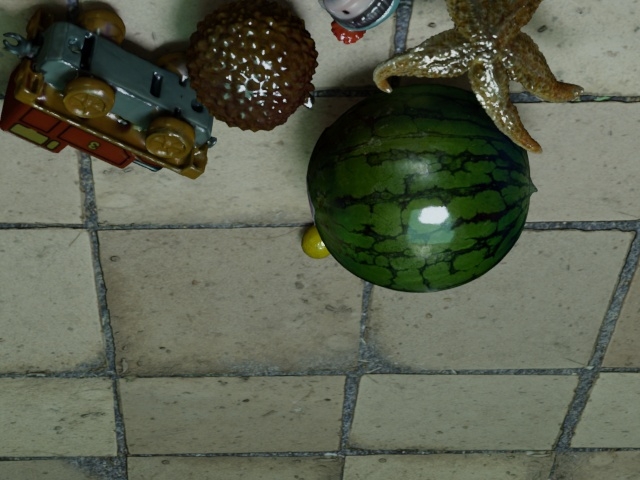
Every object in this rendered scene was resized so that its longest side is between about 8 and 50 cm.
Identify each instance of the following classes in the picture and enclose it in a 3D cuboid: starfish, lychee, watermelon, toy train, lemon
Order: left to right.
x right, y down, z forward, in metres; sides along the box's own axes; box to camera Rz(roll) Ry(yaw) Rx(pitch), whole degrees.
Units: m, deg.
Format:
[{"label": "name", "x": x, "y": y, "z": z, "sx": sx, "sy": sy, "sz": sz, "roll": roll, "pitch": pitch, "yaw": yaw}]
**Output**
[{"label": "toy train", "x": -0.335, "y": -0.215, "z": 2.071, "sx": 0.369, "sy": 0.163, "sz": 0.232, "roll": 24, "pitch": 146, "yaw": -30}, {"label": "lychee", "x": -0.095, "y": -0.258, "z": 2.017, "sx": 0.200, "sy": 0.200, "sz": 0.238, "roll": -34, "pitch": 141, "yaw": 31}, {"label": "lemon", "x": 0.000, "y": 0.000, "z": 2.427, "sx": 0.062, "sy": 0.062, "sz": 0.083, "roll": 27, "pitch": 132, "yaw": -32}, {"label": "watermelon", "x": 0.160, "y": -0.080, "z": 2.139, "sx": 0.363, "sy": 0.363, "sz": 0.363, "roll": -2, "pitch": 140, "yaw": -2}, {"label": "starfish", "x": 0.233, "y": -0.291, "z": 1.958, "sx": 0.327, "sy": 0.094, "sz": 0.375, "roll": -14, "pitch": 102, "yaw": -7}]

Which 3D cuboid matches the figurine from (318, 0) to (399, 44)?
[{"label": "figurine", "x": 0.007, "y": -0.388, "z": 1.930, "sx": 0.138, "sy": 0.110, "sz": 0.245, "roll": -25, "pitch": 134, "yaw": 38}]
